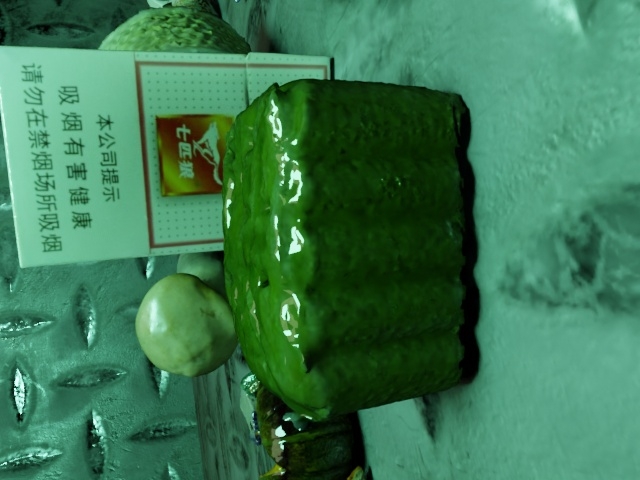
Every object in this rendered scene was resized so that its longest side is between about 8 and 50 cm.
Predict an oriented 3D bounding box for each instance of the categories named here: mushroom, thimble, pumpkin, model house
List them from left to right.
[{"bbox_3d":[-0.188,-0.168,0.763,0.150,0.271,0.270,-121,32,-42],"label":"thimble"},{"bbox_3d":[-0.119,0.063,0.681,0.122,0.159,0.328,-63,5,12],"label":"mushroom"},{"bbox_3d":[-0.050,0.229,0.735,0.100,0.101,0.087,-119,33,-44],"label":"model house"},{"bbox_3d":[-0.015,0.245,0.629,0.108,0.119,0.183,10,103,57],"label":"pumpkin"}]

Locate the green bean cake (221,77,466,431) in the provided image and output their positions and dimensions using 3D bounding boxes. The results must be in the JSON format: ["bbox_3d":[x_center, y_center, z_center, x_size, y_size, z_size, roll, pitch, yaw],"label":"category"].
[{"bbox_3d":[0.000,0.000,0.471,0.250,0.156,0.246,-169,75,-68],"label":"green bean cake"}]

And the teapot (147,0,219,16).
[{"bbox_3d":[-0.283,-0.418,1.123,0.204,0.139,0.298,137,124,-68],"label":"teapot"}]

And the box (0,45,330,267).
[{"bbox_3d":[-0.152,-0.095,0.593,0.095,0.330,0.210,-155,62,-66],"label":"box"}]

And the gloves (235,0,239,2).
[{"bbox_3d":[-0.131,-0.431,0.875,0.086,0.026,0.064,128,131,-61],"label":"gloves"}]

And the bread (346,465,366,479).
[{"bbox_3d":[0.047,0.374,0.533,0.139,0.095,0.268,-24,69,60],"label":"bread"}]
